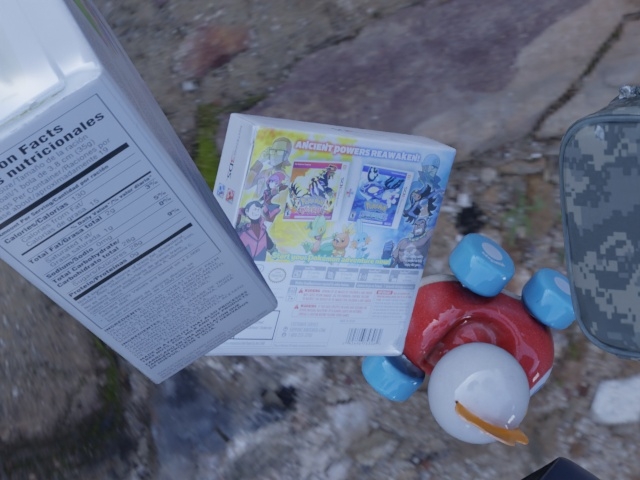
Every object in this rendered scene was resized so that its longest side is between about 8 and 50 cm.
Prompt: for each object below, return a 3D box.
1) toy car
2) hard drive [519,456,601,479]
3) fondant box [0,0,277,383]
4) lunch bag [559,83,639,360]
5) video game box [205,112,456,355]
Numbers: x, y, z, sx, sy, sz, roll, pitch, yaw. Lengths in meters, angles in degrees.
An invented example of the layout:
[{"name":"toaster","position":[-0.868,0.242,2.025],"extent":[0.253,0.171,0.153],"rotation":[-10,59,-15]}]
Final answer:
[{"name":"toy car","position":[0.190,0.161,1.606],"extent":[0.210,0.238,0.219],"rotation":[25,119,-26]},{"name":"hard drive","position":[0.072,0.210,0.826],"extent":[0.172,0.254,0.054],"rotation":[-36,85,28]},{"name":"fondant box","position":[-0.150,-0.081,0.751],"extent":[0.096,0.330,0.238],"rotation":[-32,67,-2]},{"name":"lunch bag","position":[0.359,-0.033,1.087],"extent":[0.256,0.305,0.213],"rotation":[-25,110,-51]},{"name":"video game box","position":[0.000,0.000,1.141],"extent":[0.205,0.048,0.187],"rotation":[4,109,-37]}]
